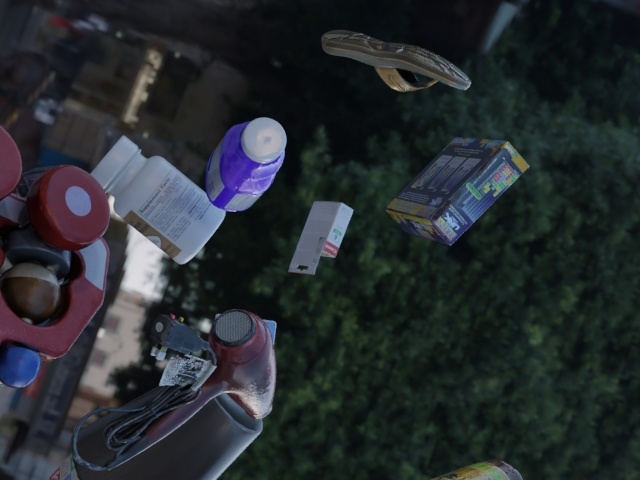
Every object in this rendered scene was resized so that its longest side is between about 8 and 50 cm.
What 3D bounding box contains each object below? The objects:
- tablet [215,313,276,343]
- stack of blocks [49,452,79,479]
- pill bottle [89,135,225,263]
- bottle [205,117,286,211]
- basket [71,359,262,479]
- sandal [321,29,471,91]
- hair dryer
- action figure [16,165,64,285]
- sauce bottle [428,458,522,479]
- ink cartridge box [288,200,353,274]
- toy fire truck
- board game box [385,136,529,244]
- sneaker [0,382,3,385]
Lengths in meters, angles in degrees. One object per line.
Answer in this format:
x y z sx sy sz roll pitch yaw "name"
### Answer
-0.100 0.128 1.581 0.006 0.083 0.054 165 -67 -70 "tablet"
-0.405 0.512 2.154 0.171 0.087 0.297 -46 -142 30 "stack of blocks"
-0.294 -0.075 2.142 0.131 0.229 0.131 -48 -169 12 "pill bottle"
-0.118 -0.127 1.925 0.283 0.092 0.118 143 -47 -71 "bottle"
-0.207 0.281 1.684 0.227 0.154 0.204 -39 -116 12 "basket"
0.085 -0.200 1.399 0.072 0.180 0.049 -67 170 -66 "sandal"
-0.150 0.171 1.429 0.223 0.294 0.080 -51 -125 19 "hair dryer"
-0.448 0.018 2.070 0.185 0.099 0.285 -147 -136 -69 "action figure"
0.155 0.399 1.712 0.111 0.344 0.111 10 -76 44 "sauce bottle"
0.000 0.000 1.750 0.063 0.029 0.115 5 -110 50 "ink cartridge box"
-0.375 0.028 1.338 0.169 0.302 0.253 -24 -129 37 "toy fire truck"
0.169 -0.066 1.528 0.141 0.048 0.170 -46 -165 -5 "board game box"
-0.491 0.064 1.639 0.121 0.108 0.302 -41 -114 35 "sneaker"
